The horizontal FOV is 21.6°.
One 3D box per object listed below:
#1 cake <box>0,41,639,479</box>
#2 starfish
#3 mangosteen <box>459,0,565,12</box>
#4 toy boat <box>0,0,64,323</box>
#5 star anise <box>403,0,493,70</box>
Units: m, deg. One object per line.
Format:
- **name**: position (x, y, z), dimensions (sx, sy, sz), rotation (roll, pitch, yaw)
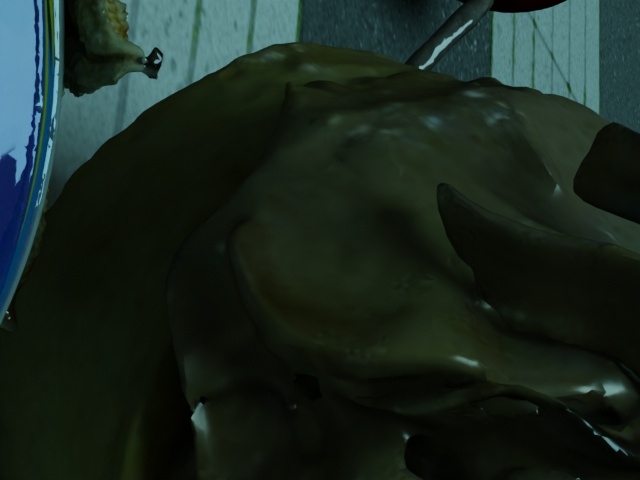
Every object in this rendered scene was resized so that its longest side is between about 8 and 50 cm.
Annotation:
- **cake**: position (0.066, 0.095, 0.674), dimensions (0.332, 0.321, 0.332), rotation (-11, 109, -32)
- **starfish**: position (-0.108, -0.127, 0.648), dimensions (0.231, 0.048, 0.295), rotation (-124, -138, -55)
- **mangosteen**: position (0.174, -0.294, 1.255), dimensions (0.235, 0.261, 0.235), rotation (-5, 90, -66)
- **toy boat**: position (-0.152, -0.081, 0.582), dimensions (0.088, 0.129, 0.295), rotation (13, 72, -77)
- **star anise**: position (0.000, 0.000, 0.831), dimensions (0.148, 0.227, 0.218), rotation (46, 31, -47)
